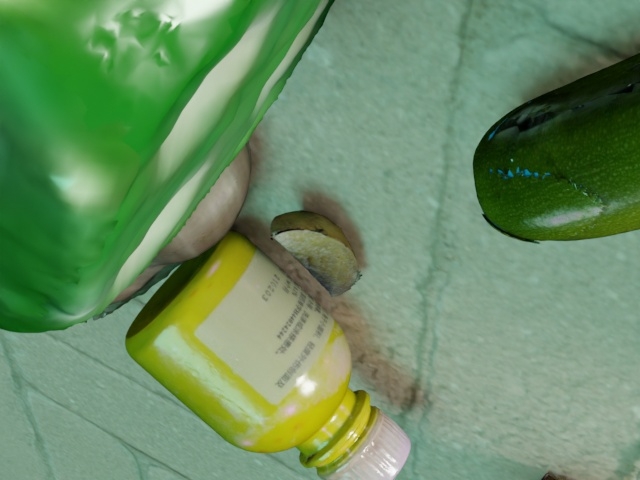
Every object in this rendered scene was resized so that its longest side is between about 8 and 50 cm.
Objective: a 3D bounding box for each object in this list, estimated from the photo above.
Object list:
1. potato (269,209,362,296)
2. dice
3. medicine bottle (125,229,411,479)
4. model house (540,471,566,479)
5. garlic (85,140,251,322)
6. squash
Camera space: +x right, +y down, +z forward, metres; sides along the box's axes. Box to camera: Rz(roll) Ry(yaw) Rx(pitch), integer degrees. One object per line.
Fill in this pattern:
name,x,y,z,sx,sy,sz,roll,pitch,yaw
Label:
potato,0.001,-0.001,0.873,0.037,0.036,0.093,-23,143,16
dice,-0.137,-0.154,0.542,0.287,0.297,0.300,34,149,-1
medicine bottle,-0.030,0.102,0.951,0.212,0.122,0.122,43,149,-12
model house,0.203,0.299,0.962,0.244,0.169,0.326,53,145,-12
garlic,-0.171,-0.066,0.883,0.292,0.210,0.237,56,179,-36
squash,0.177,-0.058,0.559,0.087,0.087,0.331,46,147,-15
